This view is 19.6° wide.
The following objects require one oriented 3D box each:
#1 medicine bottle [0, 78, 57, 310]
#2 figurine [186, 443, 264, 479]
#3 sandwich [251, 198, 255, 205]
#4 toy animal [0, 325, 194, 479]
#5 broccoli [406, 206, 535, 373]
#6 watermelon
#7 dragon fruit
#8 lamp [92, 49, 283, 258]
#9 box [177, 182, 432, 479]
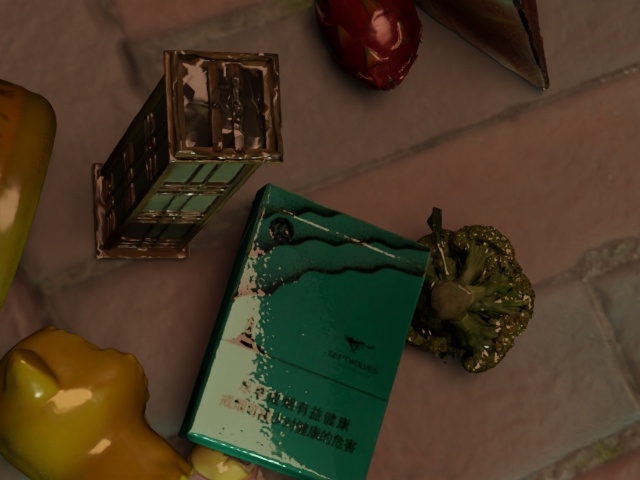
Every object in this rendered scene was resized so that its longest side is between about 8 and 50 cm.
[{"bbox_3d":[-0.419,-0.065,1.446,0.384,0.224,0.224,17,73,-14],"label":"medicine bottle"},{"bbox_3d":[-0.050,0.178,1.602,0.187,0.083,0.083,-39,92,-34],"label":"figurine"},{"bbox_3d":[0.000,0.000,1.647,0.116,0.074,0.074,5,76,-18],"label":"sandwich"},{"bbox_3d":[-0.186,0.182,1.509,0.156,0.156,0.230,-40,91,-22],"label":"toy animal"},{"bbox_3d":[0.126,0.049,1.654,0.130,0.120,0.131,34,102,8],"label":"broccoli"},{"bbox_3d":[0.175,-0.242,1.722,0.202,0.207,0.136,30,97,-26],"label":"watermelon"},{"bbox_3d":[0.029,-0.225,1.705,0.094,0.094,0.190,-29,76,-22],"label":"dragon fruit"},{"bbox_3d":[-0.113,-0.062,1.489,0.090,0.325,0.089,1,77,-16],"label":"lamp"},{"bbox_3d":[-0.010,0.084,1.565,0.161,0.042,0.226,22,73,-16],"label":"box"}]
